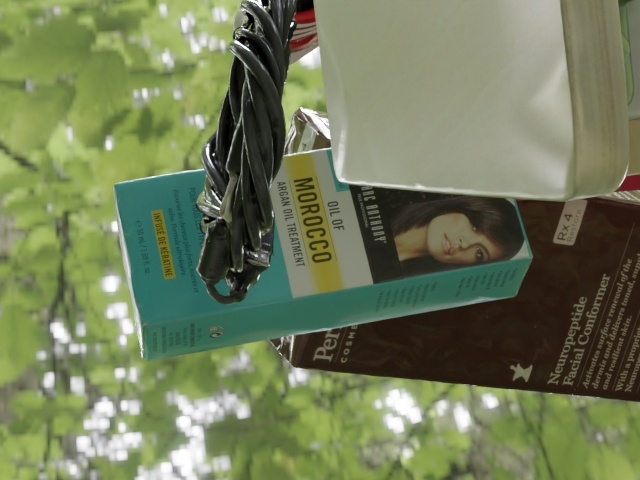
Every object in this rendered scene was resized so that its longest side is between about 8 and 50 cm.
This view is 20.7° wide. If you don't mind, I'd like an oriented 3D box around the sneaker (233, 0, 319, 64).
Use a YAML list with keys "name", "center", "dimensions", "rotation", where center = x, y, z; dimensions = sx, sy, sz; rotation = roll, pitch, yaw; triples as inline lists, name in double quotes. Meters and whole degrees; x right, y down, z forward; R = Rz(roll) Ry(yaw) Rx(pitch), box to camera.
- name: "sneaker"
  center: [0.041, -0.217, 1.399]
  dimensions: [0.221, 0.128, 0.087]
  rotation: [-42, -82, -24]

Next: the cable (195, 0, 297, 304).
- name: "cable"
  center: [-0.040, -0.068, 0.925]
  dimensions: [0.047, 0.184, 0.150]
  rotation: [7, -46, -2]

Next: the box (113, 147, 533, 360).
- name: "box"
  center: [0.000, 0.000, 1.095]
  dimensions: [0.244, 0.100, 0.060]
  rotation: [-10, -24, -9]

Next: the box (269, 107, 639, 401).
- name: "box"
  center: [0.142, 0.018, 1.534]
  dimensions: [0.381, 0.143, 0.191]
  rotation: [8, -71, -26]

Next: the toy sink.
- name: "toy sink"
  center: [0.087, -0.098, 0.549]
  dimensions: [0.131, 0.234, 0.153]
  rotation: [-9, -86, -14]

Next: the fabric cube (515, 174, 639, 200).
- name: "fabric cube"
  center: [0.237, -0.208, 1.285]
  dimensions: [0.258, 0.254, 0.259]
  rotation: [-4, -38, -18]
